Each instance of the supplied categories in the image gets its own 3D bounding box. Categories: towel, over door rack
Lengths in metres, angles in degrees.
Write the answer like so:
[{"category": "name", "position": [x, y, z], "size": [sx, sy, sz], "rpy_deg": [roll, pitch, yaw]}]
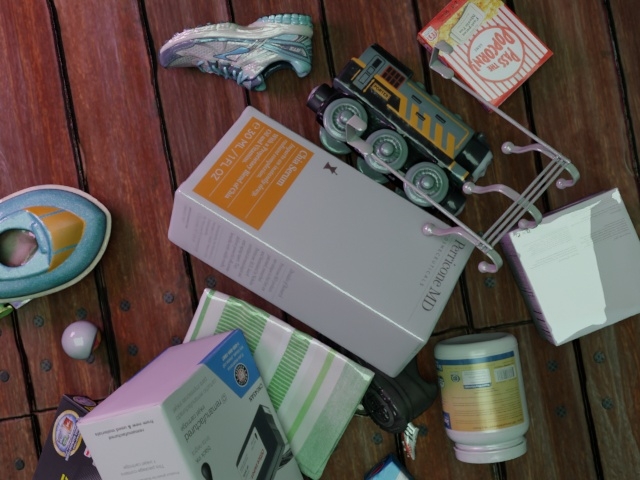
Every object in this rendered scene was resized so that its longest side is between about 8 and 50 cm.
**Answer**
[{"category": "towel", "position": [-0.098, 0.247, 1.419], "size": [0.325, 0.038, 0.248], "rpy_deg": [29, 114, 10]}, {"category": "over door rack", "position": [0.225, -0.132, 1.319], "size": [0.324, 0.108, 0.239], "rpy_deg": [44, 68, 4]}]

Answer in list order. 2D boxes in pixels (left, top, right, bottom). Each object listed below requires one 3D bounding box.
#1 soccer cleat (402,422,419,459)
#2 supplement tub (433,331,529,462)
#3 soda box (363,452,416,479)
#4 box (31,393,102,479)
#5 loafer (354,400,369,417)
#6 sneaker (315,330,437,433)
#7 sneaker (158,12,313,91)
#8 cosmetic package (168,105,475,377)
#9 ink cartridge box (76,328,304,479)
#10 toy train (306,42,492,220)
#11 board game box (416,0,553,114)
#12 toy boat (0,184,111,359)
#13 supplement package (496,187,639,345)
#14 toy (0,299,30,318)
[{"category": "soccer cleat", "position": [0.163, 0.352, 1.468], "size": [0.035, 0.029, 0.083], "rpy_deg": [-16, 84, 7]}, {"category": "supplement tub", "position": [0.278, 0.266, 1.403], "size": [0.144, 0.144, 0.200], "rpy_deg": [-8, 89, 3]}, {"category": "soda box", "position": [0.170, 0.483, 1.447], "size": [0.071, 0.067, 0.210], "rpy_deg": [-42, 88, 3]}, {"category": "box", "position": [-0.416, 0.438, 1.434], "size": [0.216, 0.060, 0.270], "rpy_deg": [22, 91, 37]}, {"category": "loafer", "position": [0.097, 0.294, 1.461], "size": [0.148, 0.050, 0.056], "rpy_deg": [-9, 89, 4]}, {"category": "sneaker", "position": [0.094, 0.197, 1.443], "size": [0.130, 0.109, 0.286], "rpy_deg": [-24, 71, -32]}, {"category": "sneaker", "position": [-0.148, -0.324, 1.452], "size": [0.283, 0.110, 0.122], "rpy_deg": [-9, 93, 4]}, {"category": "cosmetic package", "position": [0.000, 0.000, 1.367], "size": [0.453, 0.161, 0.230], "rpy_deg": [31, 57, 3]}, {"category": "ink cartridge box", "position": [-0.174, 0.385, 1.313], "size": [0.166, 0.285, 0.395], "rpy_deg": [-17, 101, 23]}, {"category": "toy train", "position": [0.141, -0.187, 1.424], "size": [0.334, 0.142, 0.190], "rpy_deg": [39, 83, 3]}, {"category": "board game box", "position": [0.291, -0.346, 1.455], "size": [0.147, 0.045, 0.193], "rpy_deg": [-44, 88, 2]}, {"category": "toy boat", "position": [-0.470, 0.059, 1.437], "size": [0.267, 0.148, 0.318], "rpy_deg": [-27, 92, -10]}, {"category": "supplement package", "position": [0.435, 0.043, 1.391], "size": [0.194, 0.149, 0.203], "rpy_deg": [-22, 88, 3]}, {"category": "toy", "position": [-0.645, 0.039, 1.505], "size": [0.137, 0.056, 0.237], "rpy_deg": [-33, 88, 1]}]
